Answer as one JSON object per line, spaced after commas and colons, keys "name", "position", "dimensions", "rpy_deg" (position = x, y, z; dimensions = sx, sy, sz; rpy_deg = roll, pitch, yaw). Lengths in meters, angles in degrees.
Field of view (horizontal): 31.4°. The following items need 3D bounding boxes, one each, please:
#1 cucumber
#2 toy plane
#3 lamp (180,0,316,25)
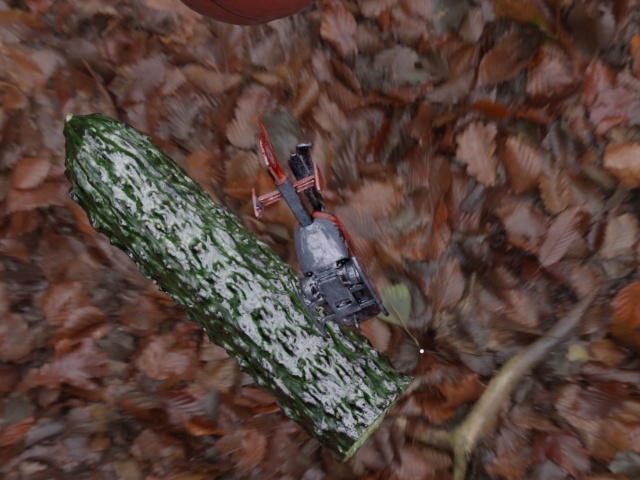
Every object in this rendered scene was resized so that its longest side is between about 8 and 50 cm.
{"name": "cucumber", "position": [-0.084, 0.028, 0.926], "dimensions": [0.359, 0.096, 0.096], "rpy_deg": [42, 89, 8]}
{"name": "toy plane", "position": [0.000, 0.000, 0.587], "dimensions": [0.037, 0.145, 0.060], "rpy_deg": [-21, 41, 12]}
{"name": "lamp", "position": [-0.074, -0.390, 1.264], "dimensions": [0.257, 0.303, 0.303], "rpy_deg": [13, 84, -35]}
